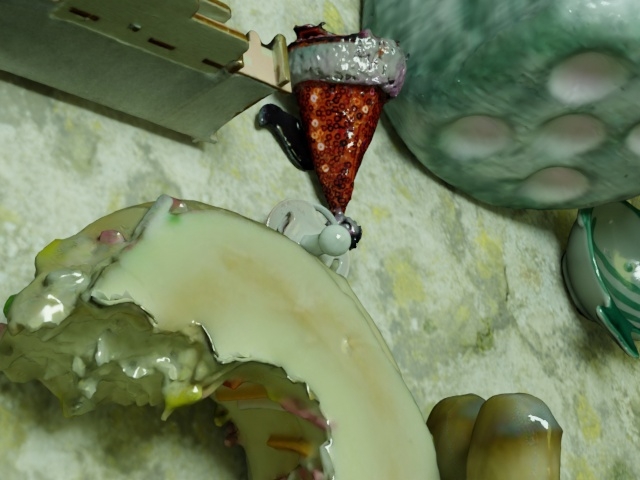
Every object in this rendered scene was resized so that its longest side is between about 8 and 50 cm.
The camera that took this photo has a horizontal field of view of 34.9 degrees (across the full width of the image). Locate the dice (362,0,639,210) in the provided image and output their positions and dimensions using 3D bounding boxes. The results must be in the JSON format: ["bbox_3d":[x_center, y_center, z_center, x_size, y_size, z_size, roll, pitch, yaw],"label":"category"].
[{"bbox_3d":[0.272,-0.246,1.150,0.348,0.330,0.327,24,54,-35],"label":"dice"}]

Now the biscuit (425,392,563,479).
[{"bbox_3d":[0.119,0.260,0.771,0.062,0.237,0.290,3,82,-7],"label":"biscuit"}]

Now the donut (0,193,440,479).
[{"bbox_3d":[-0.056,0.149,0.720,0.307,0.150,0.371,-20,85,-51],"label":"donut"}]

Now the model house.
[{"bbox_3d":[-0.174,-0.247,0.803,0.326,0.169,0.244,16,55,-40],"label":"model house"}]

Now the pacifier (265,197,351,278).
[{"bbox_3d":[0.000,0.000,0.916,0.099,0.078,0.081,43,60,-20],"label":"pacifier"}]

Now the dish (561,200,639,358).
[{"bbox_3d":[0.360,0.052,1.273,0.224,0.078,0.246,50,41,-14],"label":"dish"}]

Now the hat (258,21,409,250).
[{"bbox_3d":[0.024,-0.100,1.001,0.140,0.129,0.227,13,76,-68],"label":"hat"}]
